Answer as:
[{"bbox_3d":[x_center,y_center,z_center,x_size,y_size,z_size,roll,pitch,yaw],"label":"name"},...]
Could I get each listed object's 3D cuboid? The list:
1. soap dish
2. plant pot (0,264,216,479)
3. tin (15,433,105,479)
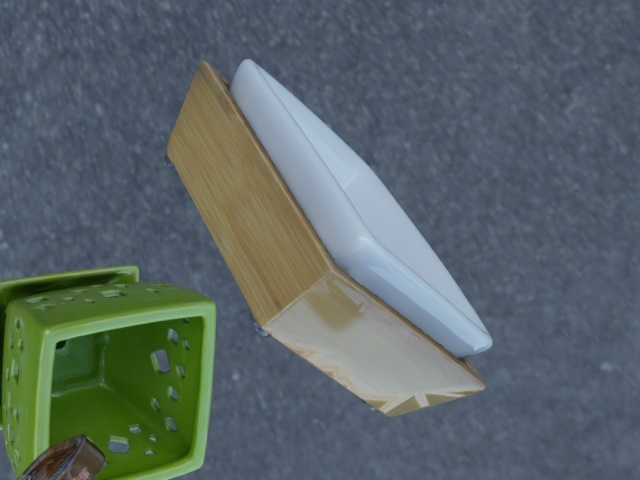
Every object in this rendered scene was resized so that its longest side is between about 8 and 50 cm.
[{"bbox_3d":[0.000,0.000,1.128,0.118,0.291,0.229,-41,135,10],"label":"soap dish"},{"bbox_3d":[-0.275,0.152,1.595,0.227,0.207,0.228,-7,114,-36],"label":"plant pot"},{"bbox_3d":[-0.279,0.254,1.371,0.040,0.190,0.106,47,59,-10],"label":"tin"}]
